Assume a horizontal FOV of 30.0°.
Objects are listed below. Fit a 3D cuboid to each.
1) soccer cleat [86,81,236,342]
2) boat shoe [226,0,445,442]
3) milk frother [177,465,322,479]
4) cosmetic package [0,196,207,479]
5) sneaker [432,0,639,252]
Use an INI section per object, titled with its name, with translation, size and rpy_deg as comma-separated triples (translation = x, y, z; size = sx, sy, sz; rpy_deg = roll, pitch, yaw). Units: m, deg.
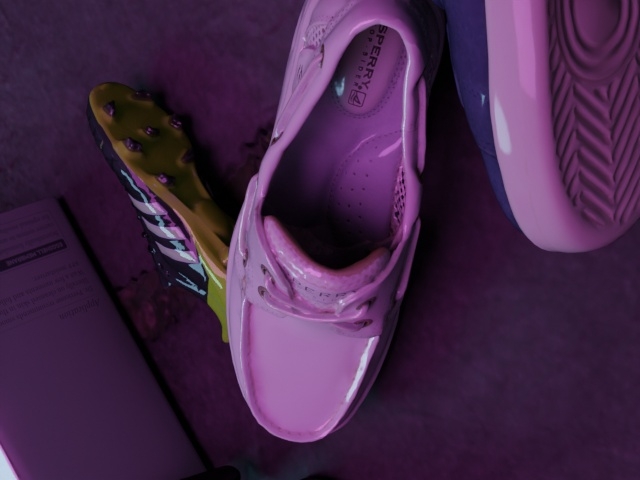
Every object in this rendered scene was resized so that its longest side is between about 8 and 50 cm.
[soccer cleat]
translation = -0.089, -0.015, 0.718
size = 0.179, 0.060, 0.072
rpy_deg = 52, 132, 8
[boat shoe]
translation = 0.000, 0.000, 0.607
size = 0.098, 0.096, 0.277
rpy_deg = 9, 117, 0
[milk frother]
translation = -0.058, 0.224, 0.729
size = 0.129, 0.135, 0.143
rpy_deg = 21, 118, 47
[cosmetic package]
translation = -0.234, 0.127, 0.834
size = 0.224, 0.138, 0.224
rpy_deg = -33, 83, 41
[sneaker]
translation = 0.058, -0.167, 0.507
size = 0.148, 0.131, 0.350
rpy_deg = -2, 100, 47
